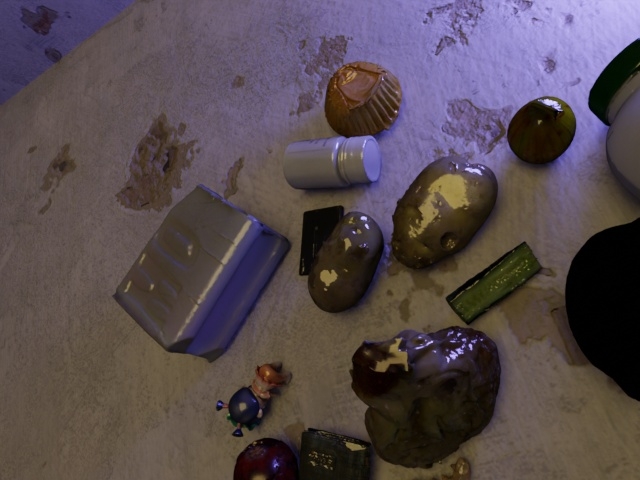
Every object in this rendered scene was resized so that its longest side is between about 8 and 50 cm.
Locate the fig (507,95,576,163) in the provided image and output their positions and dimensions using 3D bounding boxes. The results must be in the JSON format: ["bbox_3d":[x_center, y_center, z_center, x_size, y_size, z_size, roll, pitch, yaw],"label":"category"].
[{"bbox_3d":[0.477,-0.250,0.985,0.142,0.186,0.148,-27,52,37],"label":"fig"}]

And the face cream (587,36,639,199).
[{"bbox_3d":[0.701,-0.207,0.820,0.312,0.219,0.357,-34,56,16],"label":"face cream"}]

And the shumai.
[{"bbox_3d":[0.197,0.302,0.879,0.346,0.283,0.217,-43,56,9],"label":"shumai"}]

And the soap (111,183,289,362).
[{"bbox_3d":[-0.349,0.083,1.309,0.350,0.213,0.435,34,90,35],"label":"soap"}]

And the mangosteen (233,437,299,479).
[{"bbox_3d":[-0.125,0.565,1.046,0.165,0.166,0.181,-3,98,28],"label":"mangosteen"}]

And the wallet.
[{"bbox_3d":[0.022,0.593,0.983,0.168,0.044,0.318,2,84,27],"label":"wallet"}]

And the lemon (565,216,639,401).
[{"bbox_3d":[0.559,0.114,0.770,0.245,0.245,0.321,1,81,29],"label":"lemon"}]

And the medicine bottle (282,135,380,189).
[{"bbox_3d":[0.031,-0.216,1.244,0.251,0.144,0.145,1,73,32],"label":"medicine bottle"}]

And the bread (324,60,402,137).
[{"bbox_3d":[0.110,-0.404,1.270,0.239,0.139,0.240,-12,63,26],"label":"bread"}]

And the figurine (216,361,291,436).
[{"bbox_3d":[-0.175,0.400,1.158,0.111,0.102,0.195,34,91,37],"label":"figurine"}]

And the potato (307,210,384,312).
[{"bbox_3d":[0.064,0.056,1.116,0.164,0.164,0.263,29,100,34],"label":"potato"}]

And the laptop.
[{"bbox_3d":[0.000,0.000,1.258,0.135,0.016,0.198,-7,69,28],"label":"laptop"}]

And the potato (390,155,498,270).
[{"bbox_3d":[0.279,-0.065,1.054,0.191,0.141,0.296,40,93,17],"label":"potato"}]

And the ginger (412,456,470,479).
[{"bbox_3d":[0.239,0.513,0.922,0.173,0.051,0.070,-31,65,10],"label":"ginger"}]

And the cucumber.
[{"bbox_3d":[0.382,0.092,0.991,0.211,0.062,0.078,-39,92,4],"label":"cucumber"}]
